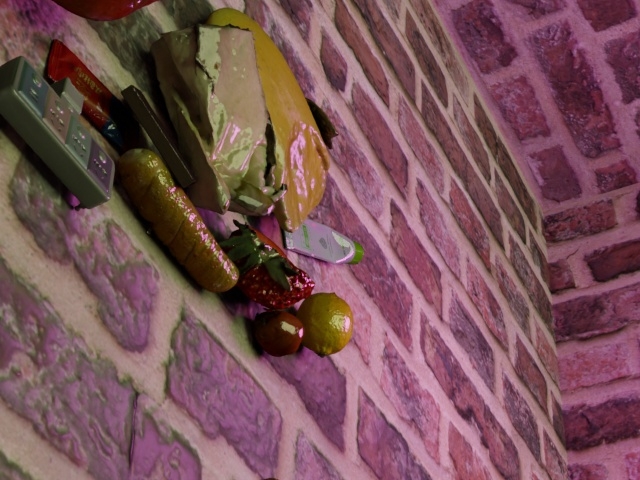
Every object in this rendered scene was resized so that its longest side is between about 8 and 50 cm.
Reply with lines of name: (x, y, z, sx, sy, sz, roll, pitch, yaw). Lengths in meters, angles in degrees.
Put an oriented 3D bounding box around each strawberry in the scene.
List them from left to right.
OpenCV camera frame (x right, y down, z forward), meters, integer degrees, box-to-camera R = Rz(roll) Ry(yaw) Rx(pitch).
strawberry: (-0.097, 0.054, 1.899, 0.174, 0.098, 0.228, 41, 0, 9)

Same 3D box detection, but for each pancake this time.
pancake: (-0.005, -0.203, 2.244, 0.190, 0.020, 0.184, 19, -50, 64)

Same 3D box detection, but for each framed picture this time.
framed picture: (-0.243, -0.155, 1.695, 0.168, 0.023, 0.128, 57, -1, -5)

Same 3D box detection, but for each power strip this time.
power strip: (-0.358, -0.158, 1.509, 0.216, 0.061, 0.145, 55, 21, -37)

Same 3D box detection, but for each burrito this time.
burrito: (-0.173, -0.190, 1.847, 0.190, 0.135, 0.332, -1, 77, -59)

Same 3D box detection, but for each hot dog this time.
hot dog: (-0.214, -0.023, 1.699, 0.286, 0.087, 0.061, 52, 37, -32)

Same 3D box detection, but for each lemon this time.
lemon: (0.007, 0.154, 2.044, 0.109, 0.109, 0.133, 49, 41, -44)

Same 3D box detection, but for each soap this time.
soap: (-0.093, -0.237, 2.084, 0.427, 0.115, 0.306, 64, 24, -12)

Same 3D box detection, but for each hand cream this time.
hand cream: (-0.001, 0.000, 2.236, 0.079, 0.050, 0.275, 53, 17, 29)

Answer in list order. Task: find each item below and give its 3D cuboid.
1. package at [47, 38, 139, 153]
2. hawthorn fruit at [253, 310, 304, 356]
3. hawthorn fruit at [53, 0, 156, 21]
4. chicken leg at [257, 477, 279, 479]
package: (-0.331, -0.206, 1.640, 0.200, 0.022, 0.083, 48, 33, -42)
hawthorn fruit: (-0.076, 0.151, 1.894, 0.093, 0.081, 0.081, 43, 35, -32)
hawthorn fruit: (-0.306, -0.451, 1.557, 0.284, 0.284, 0.284, 48, 33, -45)
chicken leg: (-0.061, 0.431, 1.737, 0.251, 0.087, 0.107, 42, 57, -61)
